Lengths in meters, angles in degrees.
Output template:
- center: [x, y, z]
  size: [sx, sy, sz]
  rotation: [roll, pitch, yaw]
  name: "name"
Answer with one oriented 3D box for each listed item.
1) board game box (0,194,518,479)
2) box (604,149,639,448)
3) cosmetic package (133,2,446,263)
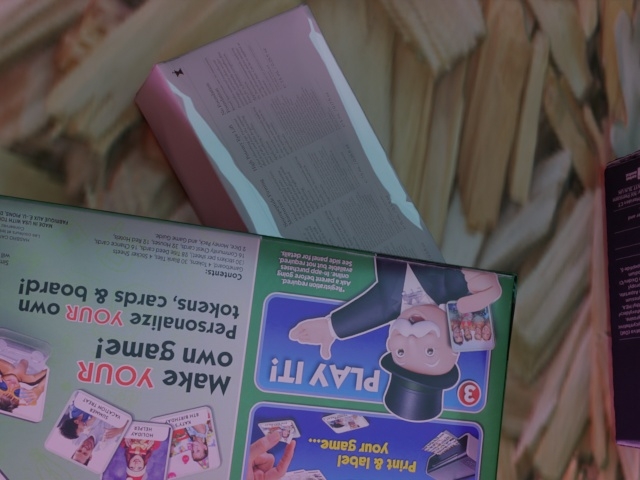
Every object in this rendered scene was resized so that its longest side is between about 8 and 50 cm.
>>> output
- center: [-0.073, 0.098, 0.372]
  size: [0.318, 0.046, 0.213]
  rotation: [9, 84, -15]
  name: "board game box"
- center: [0.292, 0.043, 0.575]
  size: [0.153, 0.108, 0.207]
  rotation: [10, 75, -25]
  name: "box"
- center: [0.000, 0.000, 0.464]
  size: [0.099, 0.060, 0.239]
  rotation: [-30, 93, -28]
  name: "cosmetic package"
